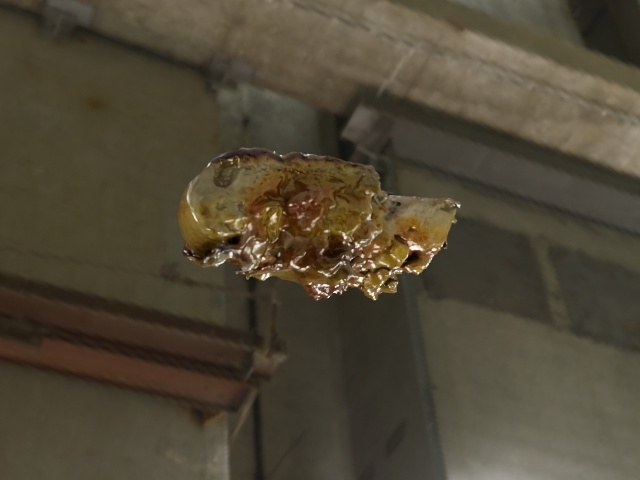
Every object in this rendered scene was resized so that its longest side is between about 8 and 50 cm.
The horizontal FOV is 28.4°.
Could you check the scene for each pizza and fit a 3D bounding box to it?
[{"bbox_3d":[0.000,0.000,0.897,0.305,0.161,0.085,16,-108,-61],"label":"pizza"}]
